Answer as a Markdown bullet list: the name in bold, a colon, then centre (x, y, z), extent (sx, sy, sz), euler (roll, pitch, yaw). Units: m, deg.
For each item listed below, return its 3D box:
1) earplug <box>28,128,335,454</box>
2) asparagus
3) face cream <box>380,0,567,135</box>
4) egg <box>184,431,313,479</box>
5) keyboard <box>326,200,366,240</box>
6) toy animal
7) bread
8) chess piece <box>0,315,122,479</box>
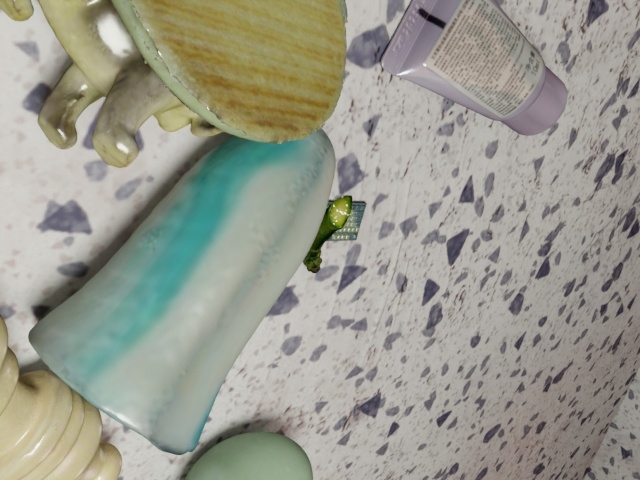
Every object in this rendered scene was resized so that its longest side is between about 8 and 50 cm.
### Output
- **earplug**: centre (-0.096, 0.016, 0.620), extent (0.324, 0.185, 0.185), euler (-52, 141, -11)
- **asparagus**: centre (0.001, 0.000, 0.730), extent (0.236, 0.034, 0.027), euler (118, -10, -70)
- **face cream**: centre (0.203, -0.226, 0.811), extent (0.273, 0.096, 0.154), euler (23, 102, -37)
- **egg**: centre (-0.096, 0.334, 0.848), extent (0.192, 0.149, 0.149), euler (-25, 132, -34)
- **keyboard**: centre (-0.010, -0.023, 0.789), extent (0.176, 0.014, 0.055), euler (-1, 115, -45)
- **toy animal**: centre (-0.153, -0.148, 0.486), extent (0.233, 0.121, 0.169), euler (48, 64, -40)
- **bread**: centre (-0.066, -0.199, 0.488), extent (0.267, 0.040, 0.267), euler (20, 64, -48)
- **chess piece**: centre (-0.279, 0.173, 0.596), extent (0.307, 0.124, 0.139), euler (63, 38, -51)
